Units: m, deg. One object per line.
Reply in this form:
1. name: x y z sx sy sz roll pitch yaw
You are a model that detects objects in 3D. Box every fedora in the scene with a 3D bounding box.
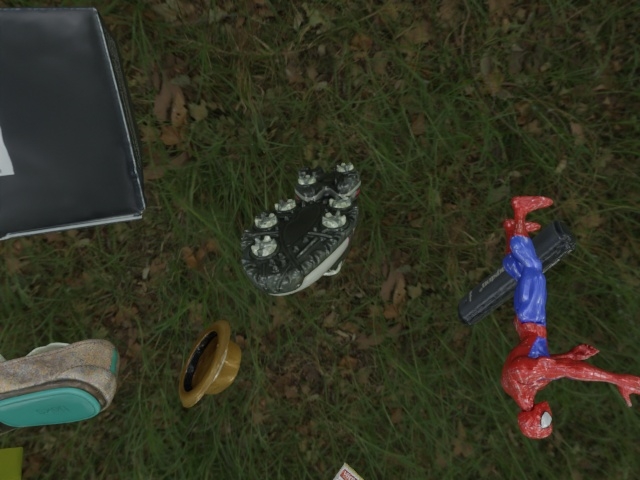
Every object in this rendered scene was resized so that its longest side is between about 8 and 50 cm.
1. fedora: -0.230 0.271 0.901 0.079 0.194 0.194 32 96 -28

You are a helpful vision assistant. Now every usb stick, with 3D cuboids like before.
1. usb stick: 0.370 0.071 0.809 0.045 0.077 0.278 27 128 -11

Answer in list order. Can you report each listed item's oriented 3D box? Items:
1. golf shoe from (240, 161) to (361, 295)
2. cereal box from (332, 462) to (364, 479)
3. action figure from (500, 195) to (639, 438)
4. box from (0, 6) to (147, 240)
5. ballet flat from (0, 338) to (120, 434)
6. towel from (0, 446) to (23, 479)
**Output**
1. golf shoe: 0.000 0.000 0.471 0.105 0.273 0.120 2 116 16
2. cereal box: -0.001 0.514 0.703 0.240 0.047 0.173 -45 141 -24
3. action figure: 0.280 0.086 0.476 0.139 0.091 0.280 8 61 18
4. box: -0.571 -0.196 0.690 0.480 0.472 0.297 -12 113 -19
5. ballet flat: -0.403 0.190 0.530 0.316 0.106 0.107 -9 128 2
6. towel: -0.683 0.501 0.863 0.102 0.237 0.021 11 88 -34
